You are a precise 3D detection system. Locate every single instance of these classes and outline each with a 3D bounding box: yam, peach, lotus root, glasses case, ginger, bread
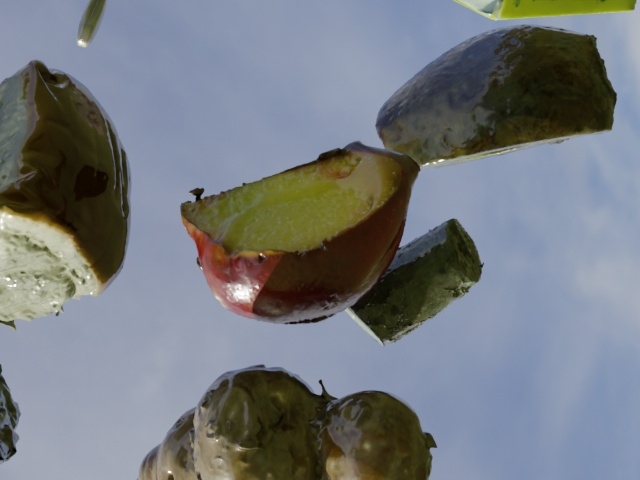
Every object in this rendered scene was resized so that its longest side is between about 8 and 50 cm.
[{"bbox_3d":[0.110,0.054,1.543,0.107,0.183,0.107,54,-172,-11],"label":"yam"},{"bbox_3d":[-0.002,0.005,1.416,0.154,0.267,0.159,81,164,-46],"label":"peach"},{"bbox_3d":[0.222,-0.192,1.712,0.142,0.314,0.210,12,-123,-60],"label":"lotus root"},{"bbox_3d":[-0.247,-0.240,1.374,0.021,0.032,0.083,19,-138,-9],"label":"glasses case"},{"bbox_3d":[-0.069,0.248,1.413,0.256,0.375,0.176,18,-119,-32],"label":"ginger"},{"bbox_3d":[-0.359,-0.063,1.581,0.250,0.225,0.279,53,-150,-55],"label":"bread"}]

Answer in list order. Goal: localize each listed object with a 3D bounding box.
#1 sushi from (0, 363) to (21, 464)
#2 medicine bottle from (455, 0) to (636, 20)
[{"bbox_3d":[-0.472,0.128,1.194,0.328,0.285,0.328,65,172,-13],"label":"sushi"},{"bbox_3d":[0.199,-0.291,1.167,0.250,0.141,0.137,-15,-48,-46],"label":"medicine bottle"}]
